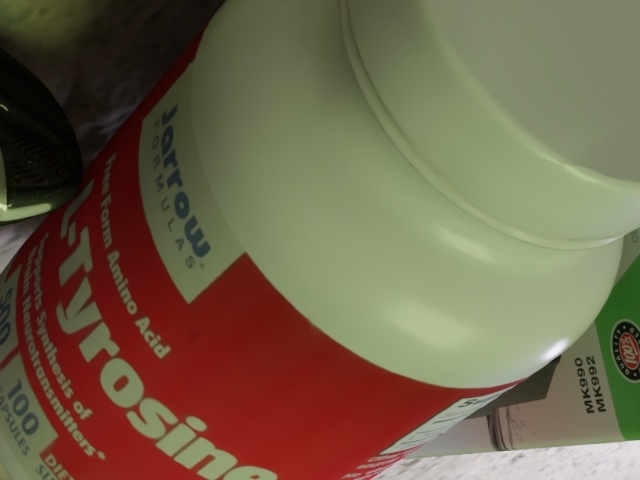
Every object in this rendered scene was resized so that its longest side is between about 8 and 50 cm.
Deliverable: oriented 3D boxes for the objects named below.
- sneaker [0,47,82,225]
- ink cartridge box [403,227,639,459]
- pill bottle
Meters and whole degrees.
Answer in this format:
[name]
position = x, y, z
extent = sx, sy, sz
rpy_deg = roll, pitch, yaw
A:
[sneaker]
position = -0.264, -0.035, 0.714
extent = 0.281, 0.106, 0.162
rpy_deg = 9, 146, -42
[ink cartridge box]
position = 0.149, 0.014, 0.896
extent = 0.121, 0.211, 0.289
rpy_deg = -7, 173, -31
[pill bottle]
position = 0.000, 0.000, 0.768
extent = 0.229, 0.229, 0.407
rpy_deg = -3, 154, -37
